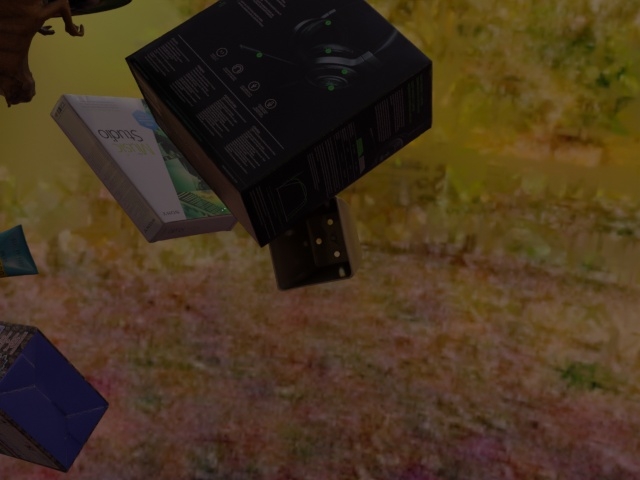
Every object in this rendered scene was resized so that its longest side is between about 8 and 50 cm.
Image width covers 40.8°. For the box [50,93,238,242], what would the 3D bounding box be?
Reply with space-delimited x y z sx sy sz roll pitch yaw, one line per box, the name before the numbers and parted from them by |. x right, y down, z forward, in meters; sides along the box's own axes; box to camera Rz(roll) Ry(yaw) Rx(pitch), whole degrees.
box | -0.314 -0.139 1.581 0.322 0.058 0.232 50 27 15

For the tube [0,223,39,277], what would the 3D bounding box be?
tube | -0.537 0.033 1.353 0.207 0.080 0.052 -12 15 20

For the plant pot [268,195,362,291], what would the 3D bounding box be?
plant pot | 0.000 0.000 1.152 0.109 0.109 0.096 -12 1 23

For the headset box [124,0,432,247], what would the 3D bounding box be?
headset box | -0.036 -0.180 1.020 0.246 0.283 0.131 48 -13 26

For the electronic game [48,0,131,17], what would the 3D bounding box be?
electronic game | -0.304 -0.247 0.871 0.229 0.048 0.229 -5 8 1

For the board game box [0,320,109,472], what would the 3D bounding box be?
board game box | -0.559 0.257 1.489 0.291 0.232 0.141 4 49 32

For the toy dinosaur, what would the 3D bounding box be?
toy dinosaur | -0.186 -0.184 0.523 0.112 0.211 0.064 -26 32 -32
